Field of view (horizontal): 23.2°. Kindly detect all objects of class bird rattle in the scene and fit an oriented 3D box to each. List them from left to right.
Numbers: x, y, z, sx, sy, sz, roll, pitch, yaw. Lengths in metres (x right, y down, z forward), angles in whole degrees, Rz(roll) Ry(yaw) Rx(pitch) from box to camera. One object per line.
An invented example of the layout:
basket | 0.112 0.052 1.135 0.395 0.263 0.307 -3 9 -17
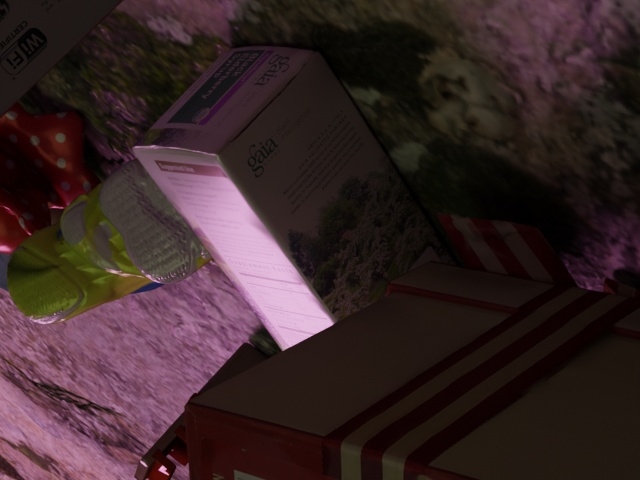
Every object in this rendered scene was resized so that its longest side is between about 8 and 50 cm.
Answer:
bird rattle | -0.260 -0.050 1.284 0.253 0.143 0.207 8 154 31

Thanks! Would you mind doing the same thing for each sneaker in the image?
sneaker | -0.120 -0.011 1.149 0.240 0.126 0.091 -20 90 35

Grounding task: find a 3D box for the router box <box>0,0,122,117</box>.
router box | -0.224 -0.095 0.832 0.082 0.335 0.301 49 156 -18

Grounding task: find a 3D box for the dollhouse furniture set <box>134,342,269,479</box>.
dollhouse furniture set | -0.012 0.222 1.306 0.259 0.135 0.262 39 156 5

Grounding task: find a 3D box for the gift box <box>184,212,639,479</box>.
gift box | 0.086 0.144 0.812 0.276 0.258 0.255 17 116 35

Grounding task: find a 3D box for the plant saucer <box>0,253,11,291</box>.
plant saucer | -0.315 0.001 1.500 0.195 0.037 0.195 33 155 18

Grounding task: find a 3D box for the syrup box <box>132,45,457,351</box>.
syrup box | 0.000 0.000 0.958 0.096 0.093 0.237 8 140 52
